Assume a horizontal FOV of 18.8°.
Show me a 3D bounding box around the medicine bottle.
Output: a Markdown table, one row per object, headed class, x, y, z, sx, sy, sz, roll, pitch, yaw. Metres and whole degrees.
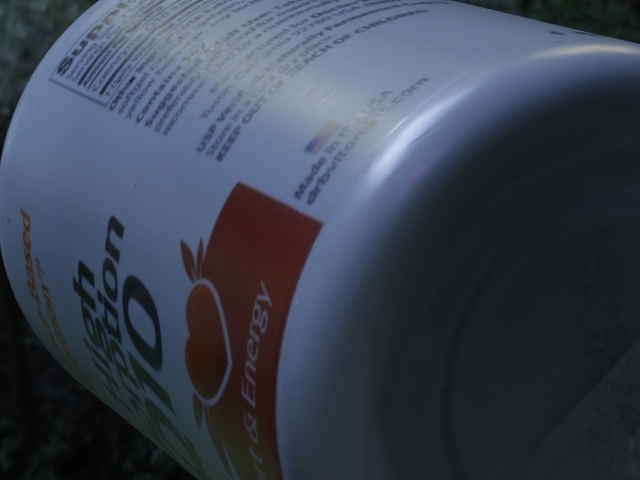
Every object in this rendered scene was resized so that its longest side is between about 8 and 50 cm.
| class | x | y | z | sx | sy | sz | roll | pitch | yaw |
| --- | --- | --- | --- | --- | --- | --- | --- | --- | --- |
| medicine bottle | 0.000 | 0.000 | 0.574 | 0.157 | 0.157 | 0.288 | -7 | 16 | -27 |
